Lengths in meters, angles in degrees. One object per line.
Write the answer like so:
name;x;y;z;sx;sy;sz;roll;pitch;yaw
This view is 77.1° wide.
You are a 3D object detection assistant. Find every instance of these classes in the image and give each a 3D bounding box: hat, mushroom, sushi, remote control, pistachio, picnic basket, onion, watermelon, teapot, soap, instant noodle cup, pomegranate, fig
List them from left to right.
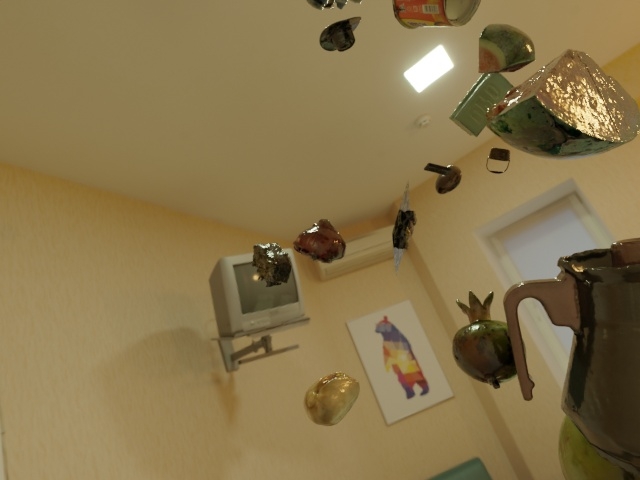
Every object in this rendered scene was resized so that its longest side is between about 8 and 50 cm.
sushi;-0.203;0.098;1.612;0.115;0.212;0.147;-4;-60;-28
onion;0.000;0.000;1.347;0.184;0.146;0.184;4;2;0
pistachio;0.033;0.486;1.236;0.117;0.145;0.201;1;9;41
hat;0.060;-0.519;1.027;0.121;0.050;0.121;-27;-4;-2
sushi;0.333;-0.046;1.518;0.050;0.290;0.264;7;-40;21
remote control;0.413;-0.249;1.414;0.096;0.014;0.039;10;-34;-15
instant noodle cup;0.332;-0.688;1.107;0.213;0.174;0.213;-23;-48;-28
mushroom;0.474;-0.229;1.505;0.052;0.123;0.123;31;-47;-22
soap;0.551;-0.468;1.373;0.115;0.063;0.198;31;-75;-18
pomegranate;0.373;0.220;0.917;0.156;0.220;0.156;-9;-21;-4
picnic basket;0.598;-0.267;1.352;0.072;0.083;0.072;8;13;-2
watermelon;0.283;-0.300;0.635;0.085;0.092;0.072;-6;-23;-36
watermelon;0.565;-0.282;0.972;0.319;0.292;0.222;-57;13;-30
fig;0.643;0.474;0.861;0.240;0.271;0.239;-2;-60;-4
teapot;0.533;0.180;0.695;0.376;0.361;0.306;-8;-2;21

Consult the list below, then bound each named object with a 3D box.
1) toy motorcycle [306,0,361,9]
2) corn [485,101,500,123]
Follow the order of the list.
toy motorcycle;-0.015;-0.799;1.213;0.241;0.181;0.319;14;16;26
corn;0.628;-0.374;1.255;0.288;0.086;0.086;-2;-27;-27
